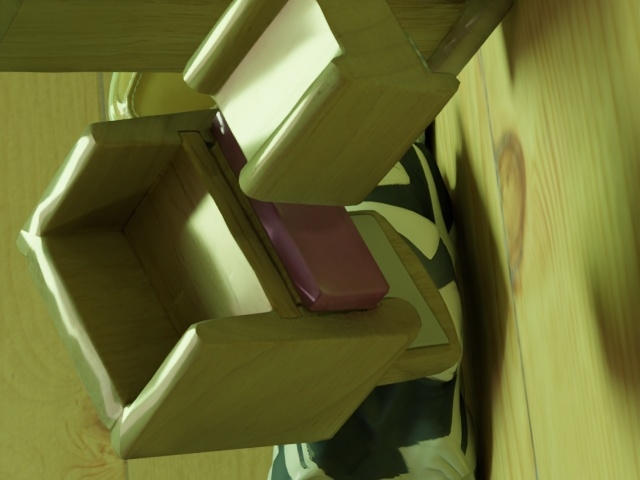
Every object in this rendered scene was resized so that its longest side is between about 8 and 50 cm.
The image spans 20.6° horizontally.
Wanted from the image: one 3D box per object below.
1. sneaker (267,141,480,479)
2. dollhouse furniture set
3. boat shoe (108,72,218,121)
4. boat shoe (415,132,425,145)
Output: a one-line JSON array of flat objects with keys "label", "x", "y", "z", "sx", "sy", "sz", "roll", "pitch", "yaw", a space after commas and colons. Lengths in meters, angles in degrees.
[{"label": "sneaker", "x": 0.018, "y": 0.038, "z": 0.763, "sx": 0.235, "sy": 0.094, "sz": 0.153, "roll": 79, "pitch": -171, "yaw": -47}, {"label": "dollhouse furniture set", "x": 0.036, "y": -0.154, "z": 0.452, "sx": 0.303, "sy": 0.198, "sz": 0.286, "roll": -51, "pitch": 57, "yaw": 38}, {"label": "boat shoe", "x": -0.029, "y": -0.119, "z": 0.811, "sx": 0.190, "sy": 0.068, "sz": 0.072, "roll": -56, "pitch": 12, "yaw": -18}, {"label": "boat shoe", "x": 0.000, "y": 0.000, "z": 0.896, "sx": 0.302, "sy": 0.094, "sz": 0.109, "roll": 91, "pitch": 173, "yaw": -48}]
